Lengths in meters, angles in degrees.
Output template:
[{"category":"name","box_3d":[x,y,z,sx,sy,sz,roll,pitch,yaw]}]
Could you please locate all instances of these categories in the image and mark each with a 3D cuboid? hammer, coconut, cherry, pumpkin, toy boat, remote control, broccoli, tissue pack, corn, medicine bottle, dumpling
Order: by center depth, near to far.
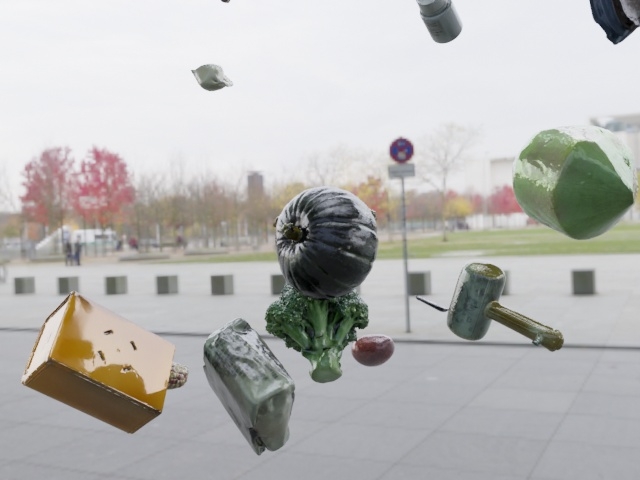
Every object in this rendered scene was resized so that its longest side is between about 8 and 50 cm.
[{"category":"dumpling","box_3d":[-0.197,-0.296,1.355,0.076,0.052,0.057,-9,-15,29]},{"category":"pumpkin","box_3d":[0.000,0.000,1.582,0.216,0.250,0.249,21,-14,-37]},{"category":"toy boat","box_3d":[0.620,-0.577,1.589,0.129,0.309,0.142,-19,15,-15]},{"category":"tissue pack","box_3d":[-0.481,0.276,1.620,0.274,0.195,0.145,34,-58,-25]},{"category":"medicine bottle","box_3d":[0.271,-0.522,1.695,0.080,0.080,0.130,-2,-28,30]},{"category":"hammer","box_3d":[0.439,0.182,1.741,0.113,0.202,0.305,-5,25,-40]},{"category":"broccoli","box_3d":[-0.005,0.213,1.808,0.269,0.270,0.270,-4,-35,-3]},{"category":"coconut","box_3d":[0.651,-0.149,1.852,0.328,0.281,0.328,28,3,-2]},{"category":"cherry","box_3d":[0.137,0.292,1.960,0.106,0.087,0.126,0,-5,-23]},{"category":"remote control","box_3d":[0.300,0.172,1.995,0.096,0.014,0.039,25,8,39]},{"category":"corn","box_3d":[-0.508,0.385,2.124,0.289,0.098,0.098,14,-9,-35]}]

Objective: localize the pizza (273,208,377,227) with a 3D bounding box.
[{"category":"pizza","box_3d":[0.021,-0.061,2.559,0.365,0.074,0.182,-8,34,-11]}]

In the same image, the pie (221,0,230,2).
[{"category":"pie","box_3d":[-0.245,-0.778,2.070,0.054,0.205,0.219,18,31,3]}]

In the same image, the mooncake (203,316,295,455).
[{"category":"mooncake","box_3d":[-0.147,0.305,1.581,0.136,0.254,0.250,-28,-31,-24]}]
